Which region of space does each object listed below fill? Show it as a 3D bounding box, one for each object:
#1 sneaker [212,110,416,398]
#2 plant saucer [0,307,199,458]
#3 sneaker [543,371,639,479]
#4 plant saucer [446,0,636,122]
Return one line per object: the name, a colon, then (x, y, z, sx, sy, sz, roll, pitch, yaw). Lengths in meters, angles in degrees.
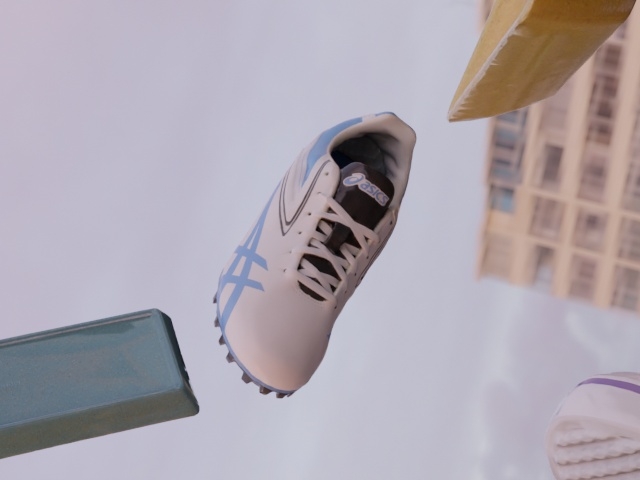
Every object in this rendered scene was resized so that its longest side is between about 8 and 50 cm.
sneaker: (0.000, 0.000, 1.107, 0.086, 0.085, 0.237, -44, 15, 44)
plant saucer: (-0.159, 0.075, 0.838, 0.018, 0.192, 0.067, 91, 162, -48)
sneaker: (0.242, 0.094, 0.724, 0.102, 0.282, 0.161, 103, -168, -53)
plant saucer: (0.224, -0.261, 1.395, 0.333, 0.081, 0.332, 118, 176, -79)
